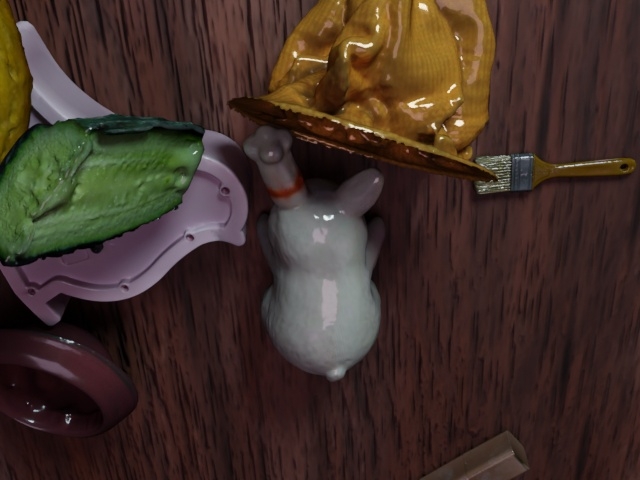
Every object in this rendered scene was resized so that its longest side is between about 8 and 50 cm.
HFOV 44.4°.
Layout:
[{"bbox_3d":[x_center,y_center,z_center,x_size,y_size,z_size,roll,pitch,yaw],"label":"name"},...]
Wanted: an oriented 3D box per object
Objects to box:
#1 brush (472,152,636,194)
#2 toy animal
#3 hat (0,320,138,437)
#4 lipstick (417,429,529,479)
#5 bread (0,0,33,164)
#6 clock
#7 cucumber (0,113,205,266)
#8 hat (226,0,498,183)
[{"bbox_3d":[0.244,-0.073,0.820,0.170,0.014,0.043,-4,117,1],"label":"brush"},{"bbox_3d":[0.000,0.000,0.795,0.141,0.138,0.282,-4,117,0],"label":"toy animal"},{"bbox_3d":[-0.305,0.147,0.900,0.206,0.089,0.205,7,139,6],"label":"hat"},{"bbox_3d":[0.193,0.302,1.008,0.145,0.045,0.045,-36,111,19],"label":"lipstick"},{"bbox_3d":[-0.402,-0.126,0.639,0.358,0.204,0.336,22,113,21],"label":"bread"},{"bbox_3d":[-0.227,-0.082,0.786,0.275,0.080,0.290,-18,118,10],"label":"clock"},{"bbox_3d":[-0.187,-0.059,0.655,0.086,0.193,0.115,35,120,29],"label":"cucumber"},{"bbox_3d":[0.063,-0.195,0.698,0.233,0.244,0.233,16,92,-37],"label":"hat"}]
